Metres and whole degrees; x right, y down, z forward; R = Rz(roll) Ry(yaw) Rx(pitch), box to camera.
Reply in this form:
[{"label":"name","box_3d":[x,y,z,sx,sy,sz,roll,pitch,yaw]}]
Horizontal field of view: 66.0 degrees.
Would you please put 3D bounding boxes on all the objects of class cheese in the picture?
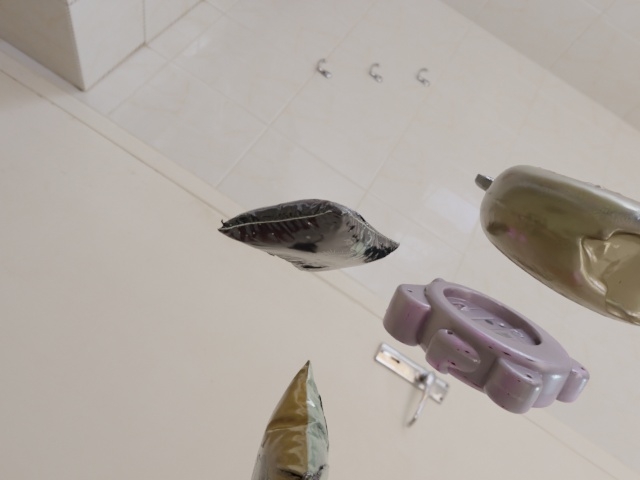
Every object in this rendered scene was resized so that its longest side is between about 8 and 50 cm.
[{"label":"cheese","box_3d":[0.215,-0.022,0.455,0.286,0.163,0.082,-90,-157,-71]}]

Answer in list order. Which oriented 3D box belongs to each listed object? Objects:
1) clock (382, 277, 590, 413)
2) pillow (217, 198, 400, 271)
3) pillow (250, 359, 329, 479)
[{"label":"clock","box_3d":[0.312,0.193,0.942,0.322,0.295,0.114,38,-66,47]},{"label":"pillow","box_3d":[0.000,0.000,0.550,0.208,0.141,0.055,30,51,-65]},{"label":"pillow","box_3d":[-0.057,0.407,0.823,0.312,0.119,0.310,-91,-167,-74]}]
